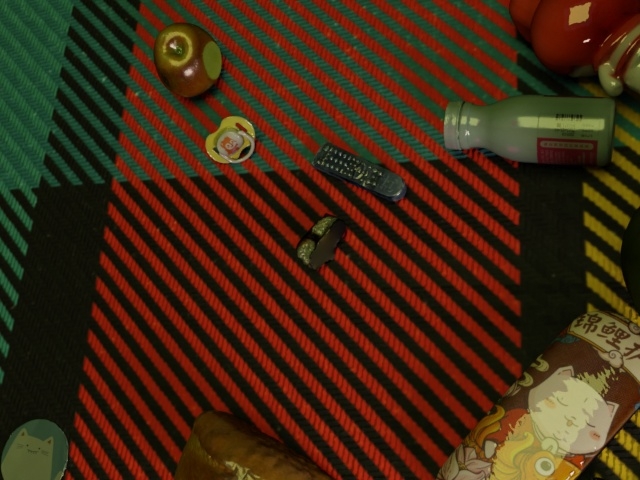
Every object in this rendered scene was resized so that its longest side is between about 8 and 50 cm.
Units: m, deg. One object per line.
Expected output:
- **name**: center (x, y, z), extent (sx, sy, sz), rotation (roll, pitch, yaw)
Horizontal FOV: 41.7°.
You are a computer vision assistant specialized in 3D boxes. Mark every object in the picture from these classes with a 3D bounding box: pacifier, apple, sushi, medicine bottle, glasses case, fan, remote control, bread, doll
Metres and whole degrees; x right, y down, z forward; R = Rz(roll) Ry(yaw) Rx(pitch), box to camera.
- **pacifier**: center (-0.135, -0.157, 1.288), extent (0.083, 0.068, 0.064), rotation (-45, 27, 21)
- **apple**: center (-0.215, -0.286, 1.328), extent (0.099, 0.102, 0.114), rotation (7, 74, 19)
- **sushi**: center (0.000, 0.000, 1.192), extent (0.083, 0.044, 0.046), rotation (-53, 42, -7)
- **medicine bottle**: center (0.277, -0.149, 1.119), extent (0.217, 0.090, 0.090), rotation (6, 73, 21)
- **glasses case**: center (0.268, 0.221, 0.990), extent (0.321, 0.082, 0.122), rotation (-47, 62, -3)
- **fan**: center (-0.427, 0.346, 1.218), extent (0.113, 0.005, 0.175), rotation (13, 74, 22)
- **remote control**: center (0.057, -0.096, 1.210), extent (0.152, 0.027, 0.043), rotation (28, 87, 27)
- **bread**: center (-0.092, 0.308, 1.050), extent (0.260, 0.134, 0.129), rotation (26, 81, 25)
- **doll**: center (0.356, -0.294, 1.127), extent (0.161, 0.130, 0.290), rotation (-44, 58, -1)

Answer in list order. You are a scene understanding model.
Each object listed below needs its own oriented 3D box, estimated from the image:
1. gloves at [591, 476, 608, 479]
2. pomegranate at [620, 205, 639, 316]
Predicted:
- **gloves**: center (0.311, 0.316, 0.973), extent (0.064, 0.026, 0.086), rotation (16, 81, 24)
- **pomegranate**: center (0.496, 0.062, 0.900), extent (0.285, 0.285, 0.340), rotation (-40, 96, 1)
